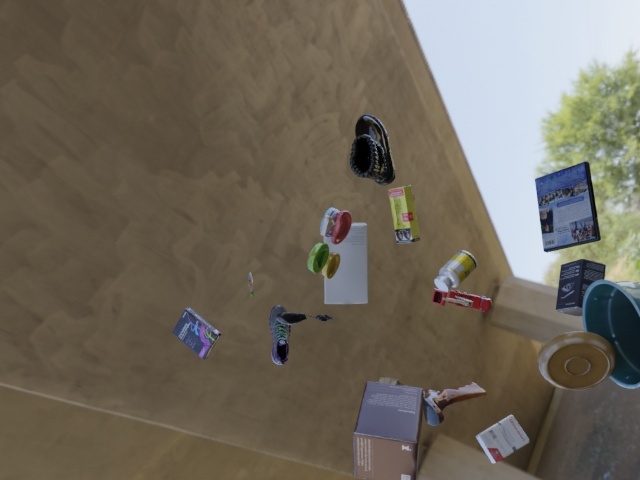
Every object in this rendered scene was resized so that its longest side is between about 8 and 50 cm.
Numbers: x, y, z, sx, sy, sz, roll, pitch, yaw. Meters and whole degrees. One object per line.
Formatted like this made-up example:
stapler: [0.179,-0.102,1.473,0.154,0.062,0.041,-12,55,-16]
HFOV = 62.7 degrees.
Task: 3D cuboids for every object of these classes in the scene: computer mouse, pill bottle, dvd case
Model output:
computer mouse: [-0.051,0.275,1.824,0.241,0.071,0.041,9,-105,-36]
pill bottle: [0.570,0.134,2.228,0.184,0.103,0.103,-40,-43,-20]
dvd case: [0.770,-0.102,1.646,0.022,0.180,0.253,10,-109,-34]

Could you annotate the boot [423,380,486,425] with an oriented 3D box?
boot: [0.548,0.666,2.159,0.264,0.280,0.096,154,109,-82]

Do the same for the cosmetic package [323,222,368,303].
cosmetic package: [0.123,0.109,2.548,0.156,0.217,0.386,-66,-23,-83]

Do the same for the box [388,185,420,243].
box: [0.347,-0.107,2.181,0.058,0.087,0.233,-14,-83,-44]

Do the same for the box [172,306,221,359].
box: [-0.449,0.336,1.898,0.116,0.162,0.029,-58,-15,16]

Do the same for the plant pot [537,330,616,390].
plant pot: [0.820,0.395,1.679,0.032,0.236,0.237,-67,-23,-59]

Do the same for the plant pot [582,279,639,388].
plant pot: [1.083,0.267,1.661,0.341,0.333,0.342,171,90,-87]

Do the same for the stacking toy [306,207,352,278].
stacking toy: [0.000,0.000,2.237,0.279,0.130,0.309,6,-77,-65]

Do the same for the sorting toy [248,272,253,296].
sorting toy: [-0.266,0.172,2.005,0.012,0.083,0.062,-5,-43,-18]

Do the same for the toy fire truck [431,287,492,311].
toy fire truck: [0.464,0.196,1.717,0.135,0.191,0.047,0,-78,-76]

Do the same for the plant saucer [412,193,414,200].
plant saucer: [0.421,-0.202,2.577,0.083,0.013,0.084,-6,-64,-12]

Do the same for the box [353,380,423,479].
box: [0.189,0.522,1.437,0.203,0.166,0.169,-61,-28,-60]

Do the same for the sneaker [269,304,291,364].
sneaker: [-0.142,0.352,1.966,0.083,0.098,0.224,-3,-99,-16]

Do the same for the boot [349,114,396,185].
boot: [0.195,-0.403,2.196,0.260,0.131,0.348,10,-124,-58]

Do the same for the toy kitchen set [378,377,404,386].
toy kitchen set: [0.259,0.557,1.940,0.075,0.083,0.068,49,-126,-28]

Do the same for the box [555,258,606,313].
box: [1.054,0.194,2.133,0.153,0.108,0.207,124,160,-77]

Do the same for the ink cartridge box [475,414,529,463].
ink cartridge box: [0.598,0.654,1.730,0.135,0.099,0.056,-26,-26,-9]
